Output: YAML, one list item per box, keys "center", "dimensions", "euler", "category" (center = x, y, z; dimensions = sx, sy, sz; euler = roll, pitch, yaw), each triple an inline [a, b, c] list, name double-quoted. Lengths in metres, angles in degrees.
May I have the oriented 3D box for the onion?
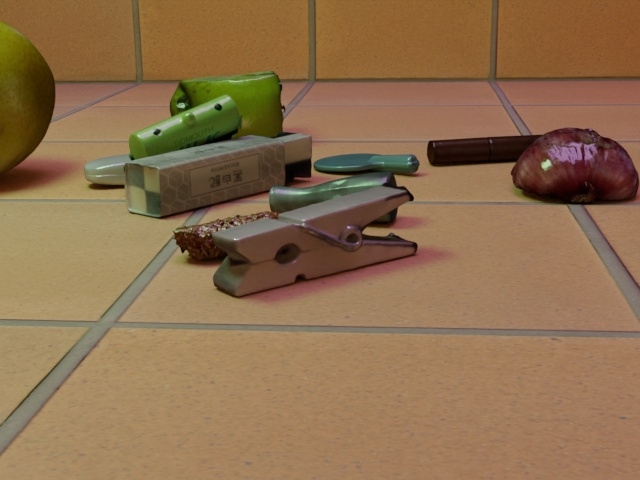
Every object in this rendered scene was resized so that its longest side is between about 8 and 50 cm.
- center: [0.476, -0.156, 1.904]
  dimensions: [0.227, 0.120, 0.283]
  euler: [3, 15, -5]
  category: "onion"

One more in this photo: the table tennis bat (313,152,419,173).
- center: [0.098, -0.165, 2.115]
  dimensions: [0.244, 0.040, 0.153]
  euler: [5, 17, 34]
  category: "table tennis bat"

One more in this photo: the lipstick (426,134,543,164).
- center: [0.411, -0.202, 2.191]
  dimensions: [0.357, 0.057, 0.057]
  euler: [-4, 16, -11]
  category: "lipstick"

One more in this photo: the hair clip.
- center: [-0.003, -0.001, 1.420]
  dimensions: [0.331, 0.101, 0.085]
  euler: [-15, 24, -34]
  category: "hair clip"

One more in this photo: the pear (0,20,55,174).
- center: [-0.737, -0.285, 2.006]
  dimensions: [0.362, 0.362, 0.418]
  euler: [13, 15, 41]
  category: "pear"

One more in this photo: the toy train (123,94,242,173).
- center: [-0.263, -0.198, 1.930]
  dimensions: [0.253, 0.105, 0.157]
  euler: [-27, -17, -26]
  category: "toy train"

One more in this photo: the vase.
- center: [0.020, -0.070, 1.702]
  dimensions: [0.214, 0.086, 0.086]
  euler: [-1, 15, 17]
  category: "vase"

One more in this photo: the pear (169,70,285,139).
- center: [-0.228, -0.318, 2.445]
  dimensions: [0.282, 0.176, 0.286]
  euler: [-4, 11, -5]
  category: "pear"

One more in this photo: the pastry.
- center: [-0.137, -0.003, 1.502]
  dimensions: [0.169, 0.063, 0.087]
  euler: [-12, 9, -18]
  category: "pastry"

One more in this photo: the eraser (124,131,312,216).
- center: [-0.181, -0.131, 1.890]
  dimensions: [0.096, 0.098, 0.404]
  euler: [14, 22, 40]
  category: "eraser"

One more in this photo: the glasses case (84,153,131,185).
- center: [-0.360, -0.146, 2.024]
  dimensions: [0.234, 0.059, 0.092]
  euler: [-4, 18, -15]
  category: "glasses case"
